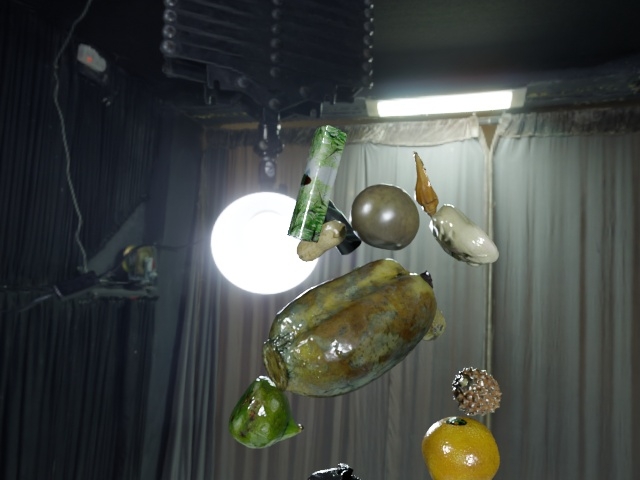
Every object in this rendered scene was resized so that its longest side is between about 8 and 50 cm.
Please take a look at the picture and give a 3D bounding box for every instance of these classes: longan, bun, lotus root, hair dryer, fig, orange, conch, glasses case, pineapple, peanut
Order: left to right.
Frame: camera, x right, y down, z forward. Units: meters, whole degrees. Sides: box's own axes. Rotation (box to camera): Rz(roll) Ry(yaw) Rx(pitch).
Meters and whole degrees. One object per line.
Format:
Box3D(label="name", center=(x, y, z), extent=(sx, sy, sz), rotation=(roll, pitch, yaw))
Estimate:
Box3D(label="fig", center=(-0.146, 0.545, 1.281), extent=(0.235, 0.203, 0.203), rotation=(37, -12, -10))
Box3D(label="glasses case", center=(-0.015, -0.134, 1.024), extent=(0.062, 0.271, 0.095), rotation=(17, -5, -26))
Box3D(label="peanut", center=(0.000, 0.000, 1.410), extent=(0.100, 0.099, 0.214), rotation=(7, -30, -41))
Box3D(label="hair dryer", center=(0.120, -0.061, 1.790), extent=(0.244, 0.116, 0.303), rotation=(53, -25, -20))
Box3D(label="lotus root", center=(0.050, 0.133, 0.627), extent=(0.275, 0.160, 0.152), rotation=(-22, 51, -23))
Box3D(label="longan", center=(0.189, -0.068, 1.248), extent=(0.220, 0.196, 0.197), rotation=(17, -11, -30))
Box3D(label="lotus root", center=(0.311, 0.257, 1.391), extent=(0.154, 0.153, 0.278), rotation=(-1, -14, 41))
Box3D(label="conch", center=(0.439, -0.226, 1.826), extent=(0.093, 0.330, 0.109), rotation=(-21, 26, 20))
Box3D(label="orange", center=(0.441, 0.674, 1.343), extent=(0.237, 0.235, 0.236), rotation=(3, -5, 0))
Box3D(label="bun", center=(0.408, -0.007, 1.238), extent=(0.210, 0.116, 0.237), rotation=(40, 10, -14))
Box3D(label="pineapple", center=(0.522, 0.513, 1.447), extent=(0.166, 0.166, 0.193), rotation=(-2, -34, 49))

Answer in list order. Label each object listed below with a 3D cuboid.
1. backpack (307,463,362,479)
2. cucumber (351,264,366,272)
Box3D(label="backpack", center=(0.104, 0.812, 1.127), extent=(0.255, 0.362, 0.446), rotation=(12, -24, -32))
Box3D(label="cucumber", center=(0.171, 0.142, 1.744), extent=(0.046, 0.070, 0.220), rotation=(25, -34, -37))
